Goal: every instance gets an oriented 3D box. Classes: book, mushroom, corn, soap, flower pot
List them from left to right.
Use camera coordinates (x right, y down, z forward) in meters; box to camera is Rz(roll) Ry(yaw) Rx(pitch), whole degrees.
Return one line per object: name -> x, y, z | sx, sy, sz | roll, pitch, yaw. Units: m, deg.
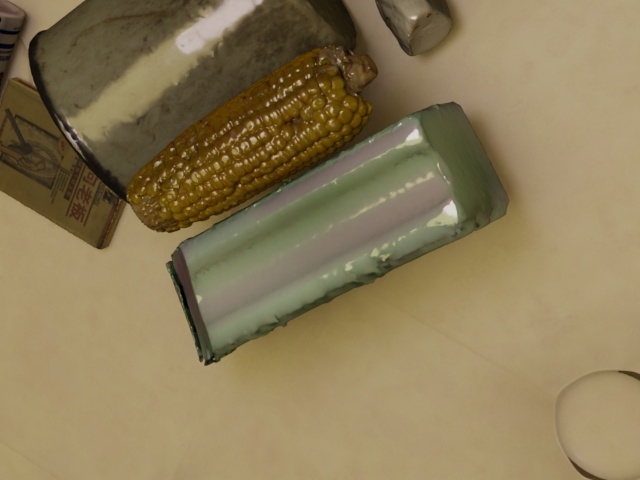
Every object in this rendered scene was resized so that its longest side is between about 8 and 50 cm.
book -> -0.370, -0.108, 1.939 | 0.231, 0.026, 0.161 | 29, 108, 15
flower pot -> -0.141, -0.227, 1.698 | 0.330, 0.293, 0.293 | -34, 86, 16
corn -> -0.075, -0.114, 1.560 | 0.322, 0.119, 0.119 | -28, 88, 11
soap -> 0.000, 0.000, 1.680 | 0.446, 0.261, 0.156 | -29, 88, 25
mushroom -> 0.076, -0.332, 1.687 | 0.081, 0.092, 0.223 | -44, 74, 39

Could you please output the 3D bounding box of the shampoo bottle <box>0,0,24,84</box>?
shampoo bottle -> -0.509, -0.197, 1.944 | 0.092, 0.092, 0.303 | 29, 108, 15
